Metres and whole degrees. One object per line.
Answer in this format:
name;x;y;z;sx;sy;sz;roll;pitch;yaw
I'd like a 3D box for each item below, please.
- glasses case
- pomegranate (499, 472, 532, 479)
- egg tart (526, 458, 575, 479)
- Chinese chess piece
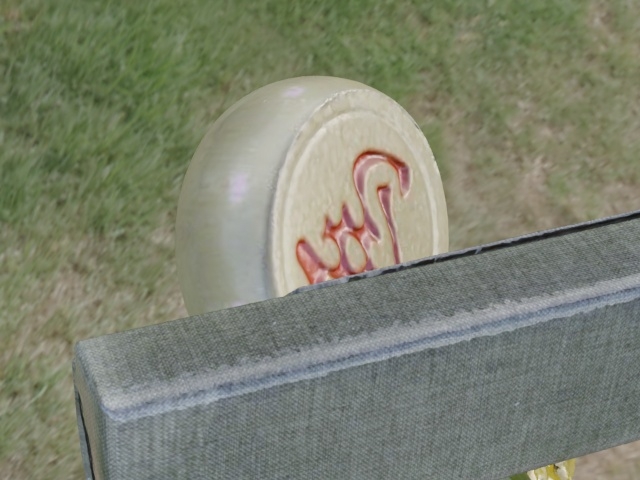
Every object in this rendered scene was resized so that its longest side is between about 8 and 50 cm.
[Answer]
glasses case;0.029;0.042;0.412;0.205;0.071;0.047;-12;37;-18
pomegranate;0.064;0.206;0.758;0.152;0.131;0.191;-24;105;-31
egg tart;0.079;0.186;1.160;0.294;0.294;0.123;-31;121;-26
Chinese chess piece;0.000;0.000;1.096;0.273;0.102;0.273;-3;93;-51
